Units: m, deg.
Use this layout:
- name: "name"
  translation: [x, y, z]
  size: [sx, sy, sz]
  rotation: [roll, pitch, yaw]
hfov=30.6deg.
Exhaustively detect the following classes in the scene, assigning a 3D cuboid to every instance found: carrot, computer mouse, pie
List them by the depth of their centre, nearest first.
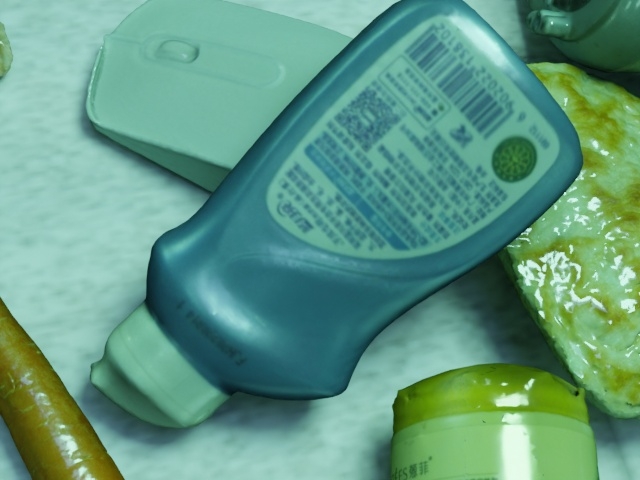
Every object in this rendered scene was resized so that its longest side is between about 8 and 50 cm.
- name: "carrot"
  translation: [-0.171, 0.071, 0.646]
  size: [0.043, 0.043, 0.248]
  rotation: [-29, 75, -25]
- name: "computer mouse"
  translation: [-0.033, -0.086, 0.738]
  size: [0.230, 0.079, 0.128]
  rotation: [23, 60, 0]
- name: "pie"
  translation: [0.185, -0.004, 0.750]
  size: [0.201, 0.090, 0.248]
  rotation: [-16, 71, -29]

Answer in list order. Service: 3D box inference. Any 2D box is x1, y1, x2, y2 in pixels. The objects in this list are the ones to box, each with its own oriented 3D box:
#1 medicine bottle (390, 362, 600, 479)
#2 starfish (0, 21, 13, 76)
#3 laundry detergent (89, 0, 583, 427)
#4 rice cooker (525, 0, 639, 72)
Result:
- name: "medicine bottle"
  translation: [0.098, 0.183, 0.624]
  size: [0.124, 0.124, 0.239]
  rotation: [7, 64, -12]
- name: "starfish"
  translation: [-0.329, -0.203, 0.659]
  size: [0.375, 0.094, 0.327]
  rotation: [-21, 94, -44]
- name: "laundry detergent"
  translation: [0.000, 0.000, 0.654]
  size: [0.290, 0.094, 0.143]
  rotation: [-42, 103, 3]
- name: "rice cooker"
  translation: [0.294, -0.230, 0.785]
  size: [0.316, 0.264, 0.317]
  rotation: [3, 74, -11]
